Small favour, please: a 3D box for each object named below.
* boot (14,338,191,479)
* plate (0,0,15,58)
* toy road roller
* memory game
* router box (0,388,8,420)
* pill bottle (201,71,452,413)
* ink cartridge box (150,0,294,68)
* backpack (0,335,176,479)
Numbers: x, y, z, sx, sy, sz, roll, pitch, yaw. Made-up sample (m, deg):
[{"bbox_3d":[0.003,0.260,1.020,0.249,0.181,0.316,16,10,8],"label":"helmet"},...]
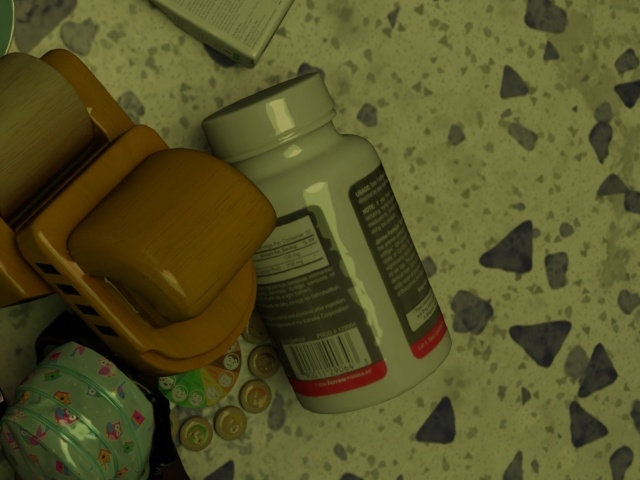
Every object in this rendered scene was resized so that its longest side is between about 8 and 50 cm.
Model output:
[{"bbox_3d":[-0.166,0.198,1.089,0.248,0.090,0.207,6,71,-10],"label":"boot"},{"bbox_3d":[-0.382,-0.216,1.048,0.188,0.024,0.188,-1,92,-23],"label":"plate"},{"bbox_3d":[-0.189,-0.026,1.003,0.329,0.240,0.202,50,53,-15],"label":"toy road roller"},{"bbox_3d":[-0.127,0.131,1.182,0.186,0.012,0.186,-1,92,-24],"label":"memory game"},{"bbox_3d":[-0.321,0.100,0.986,0.046,0.179,0.133,-26,84,-17],"label":"router box"},{"bbox_3d":[0.000,0.000,1.143,0.176,0.176,0.319,-27,103,-21],"label":"pill bottle"},{"bbox_3d":[-0.121,-0.311,1.158,0.224,0.056,0.181,30,80,-3],"label":"ink cartridge box"},{"bbox_3d":[-0.202,0.166,0.955,0.152,0.182,0.115,29,56,3],"label":"backpack"}]
